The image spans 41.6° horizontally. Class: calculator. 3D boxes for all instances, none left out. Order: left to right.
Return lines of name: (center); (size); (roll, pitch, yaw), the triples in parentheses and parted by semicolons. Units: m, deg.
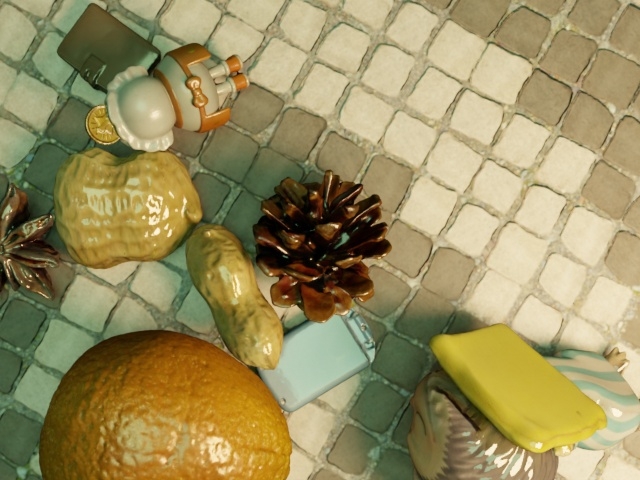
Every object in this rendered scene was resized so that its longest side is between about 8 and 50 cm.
calculator: (-0.012, 0.191, 1.376); (0.210, 0.039, 0.121); (-32, 87, 0)

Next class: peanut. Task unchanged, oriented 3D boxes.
peanut: (-0.308, -0.054, 1.350); (0.233, 0.110, 0.196); (-4, 97, 1)
peanut: (-0.136, 0.088, 1.323); (0.101, 0.117, 0.263); (-29, 75, 8)

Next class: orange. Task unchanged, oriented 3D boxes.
orange: (-0.221, 0.293, 1.237); (0.357, 0.322, 0.322); (18, 89, -12)

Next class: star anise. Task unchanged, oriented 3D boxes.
star anise: (-0.517, 0.003, 1.361); (0.231, 0.089, 0.209); (33, 104, 6)

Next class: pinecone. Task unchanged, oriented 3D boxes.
pinecone: (0.001, -0.002, 1.302); (0.229, 0.202, 0.201); (42, 126, 11)

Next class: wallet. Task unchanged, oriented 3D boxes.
wallet: (-0.351, -0.306, 1.392); (0.153, 0.039, 0.118); (39, 87, 5)

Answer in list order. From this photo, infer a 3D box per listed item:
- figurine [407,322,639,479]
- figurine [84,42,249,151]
figurine: (0.287, 0.342, 1.324); (0.361, 0.266, 0.377); (5, 123, -24)
figurine: (-0.235, -0.220, 1.316); (0.271, 0.143, 0.143); (-32, 88, -38)
